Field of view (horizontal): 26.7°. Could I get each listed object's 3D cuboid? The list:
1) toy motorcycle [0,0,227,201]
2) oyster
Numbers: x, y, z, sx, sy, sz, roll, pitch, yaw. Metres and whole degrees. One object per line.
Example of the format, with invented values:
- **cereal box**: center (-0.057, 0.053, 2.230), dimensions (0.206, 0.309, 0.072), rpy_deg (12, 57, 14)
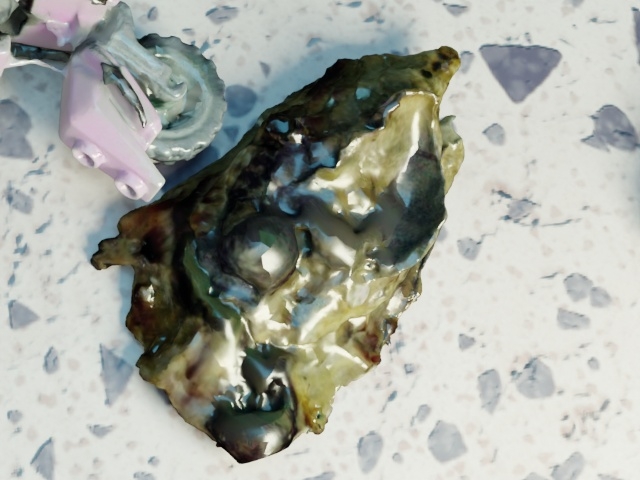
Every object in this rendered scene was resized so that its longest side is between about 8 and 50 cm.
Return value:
- **toy motorcycle**: center (-0.232, -0.144, 0.990), dimensions (0.327, 0.143, 0.188), rpy_deg (38, 64, -9)
- **oyster**: center (0.010, -0.005, 1.026), dimensions (0.361, 0.096, 0.221), rpy_deg (-39, 91, -17)
